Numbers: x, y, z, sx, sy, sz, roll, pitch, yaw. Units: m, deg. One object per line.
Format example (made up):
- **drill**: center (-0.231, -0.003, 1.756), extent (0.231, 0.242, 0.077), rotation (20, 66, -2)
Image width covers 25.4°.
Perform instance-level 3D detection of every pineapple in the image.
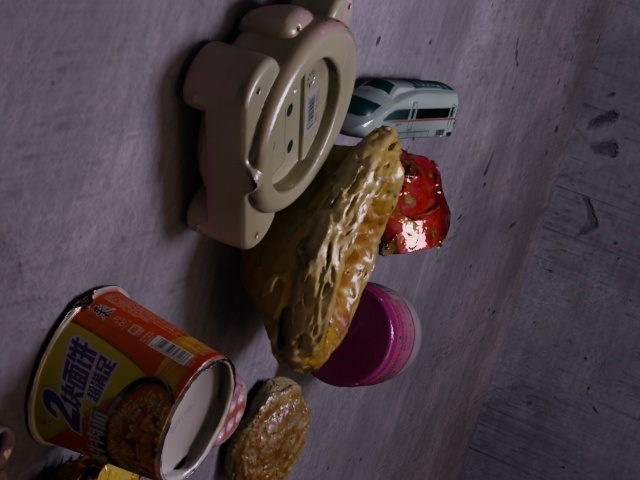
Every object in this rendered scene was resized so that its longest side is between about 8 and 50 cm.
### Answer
- **pineapple**: center (-0.301, 0.346, 1.756), extent (0.225, 0.076, 0.225), rotation (-50, 150, -42)

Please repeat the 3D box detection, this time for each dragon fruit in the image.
- **dragon fruit**: center (0.146, -0.081, 2.301), extent (0.274, 0.126, 0.161), rotation (-88, 171, -73)

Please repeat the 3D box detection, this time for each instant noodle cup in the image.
- **instant noodle cup**: center (-0.213, 0.179, 1.667), extent (0.213, 0.174, 0.213), rotation (-52, 155, -36)

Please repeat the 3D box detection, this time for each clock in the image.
- **clock**: center (-0.058, -0.169, 1.814), extent (0.309, 0.114, 0.284), rotation (-52, 153, -43)

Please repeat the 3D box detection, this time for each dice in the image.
- **dice**: center (-0.162, 0.225, 1.968), extent (0.093, 0.091, 0.094), rotation (-43, 149, -50)

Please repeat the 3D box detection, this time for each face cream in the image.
- **face cream**: center (0.068, 0.156, 2.371), extent (0.195, 0.175, 0.175), rotation (10, 101, -68)

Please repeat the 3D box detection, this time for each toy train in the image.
- **toy train**: center (0.119, -0.212, 2.252), extent (0.407, 0.086, 0.088), rotation (-14, 124, -66)

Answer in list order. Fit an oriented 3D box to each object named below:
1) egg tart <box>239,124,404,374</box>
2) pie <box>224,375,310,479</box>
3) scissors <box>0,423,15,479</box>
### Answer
- **egg tart**: center (0.000, 0.000, 2.035), extent (0.388, 0.169, 0.388), rotation (-61, 167, -25)
- **pie**: center (-0.088, 0.310, 2.274), extent (0.194, 0.079, 0.163), rotation (-65, 150, -8)
- **scissors**: center (-0.402, 0.282, 1.495), extent (0.242, 0.030, 0.118), rotation (-37, 144, -62)
